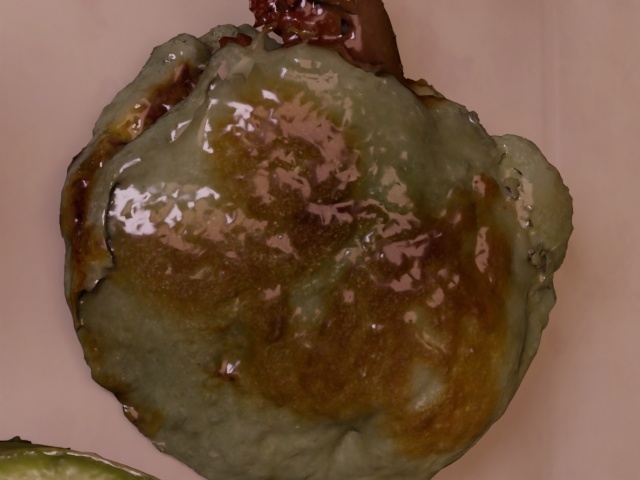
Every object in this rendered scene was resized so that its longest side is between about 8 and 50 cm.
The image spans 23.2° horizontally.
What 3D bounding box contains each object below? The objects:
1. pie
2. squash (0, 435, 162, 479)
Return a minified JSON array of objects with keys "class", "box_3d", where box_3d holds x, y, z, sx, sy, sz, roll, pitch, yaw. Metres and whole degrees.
[{"class":"pie","box_3d":[-0.004,0.009,0.823,0.257,0.105,0.274,-46,105,-8]},{"class":"squash","box_3d":[-0.146,0.198,0.710,0.220,0.133,0.220,1,87,-22]}]
